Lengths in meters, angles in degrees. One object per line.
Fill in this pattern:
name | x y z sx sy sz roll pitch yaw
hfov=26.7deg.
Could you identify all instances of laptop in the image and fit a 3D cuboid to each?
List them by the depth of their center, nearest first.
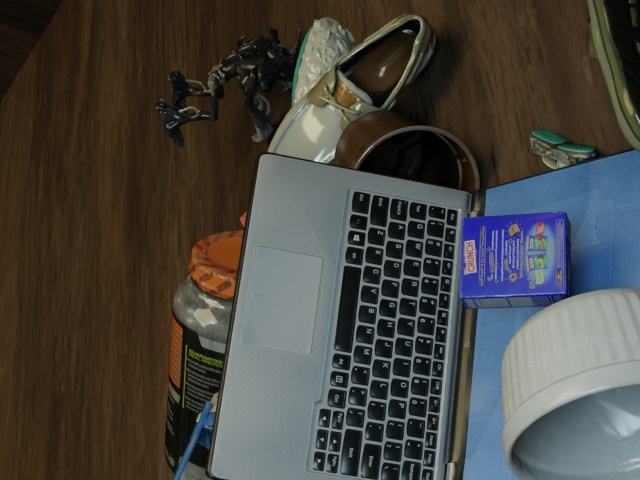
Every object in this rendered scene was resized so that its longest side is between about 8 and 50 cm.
laptop | 0.121 0.072 1.398 0.236 0.408 0.382 117 162 -66

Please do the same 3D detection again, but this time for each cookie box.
cookie box | 0.197 0.020 1.361 0.107 0.040 0.091 -3 66 17

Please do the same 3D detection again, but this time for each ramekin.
ramekin | 0.259 0.131 1.201 0.207 0.207 0.109 -44 40 41

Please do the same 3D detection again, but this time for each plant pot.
plant pot | 0.097 -0.085 1.703 0.167 0.167 0.165 -64 20 13

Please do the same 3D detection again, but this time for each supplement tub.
supplement tub | -0.101 0.159 1.754 0.193 0.194 0.316 -126 37 -57

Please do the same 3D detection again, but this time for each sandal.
sandal | 0.321 -0.210 1.418 0.086 0.120 0.302 126 150 -56

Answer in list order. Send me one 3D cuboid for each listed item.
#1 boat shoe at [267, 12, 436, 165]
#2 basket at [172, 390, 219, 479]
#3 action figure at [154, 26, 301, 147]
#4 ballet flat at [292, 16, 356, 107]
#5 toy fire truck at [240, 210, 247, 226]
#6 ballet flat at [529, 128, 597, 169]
boat shoe | 0.035 -0.190 1.802 0.302 0.113 0.103 -50 -8 -6
basket | -0.038 0.255 1.540 0.201 0.255 0.289 146 142 -69
action figure | -0.129 -0.254 2.236 0.276 0.141 0.164 -18 44 25
ballet flat | 0.027 -0.117 1.902 0.147 0.147 0.409 -11 66 59
toy fire truck | 0.000 0.000 1.785 0.135 0.047 0.192 -43 70 4
ballet flat | 0.274 -0.096 1.513 0.041 0.041 0.114 -67 28 7
